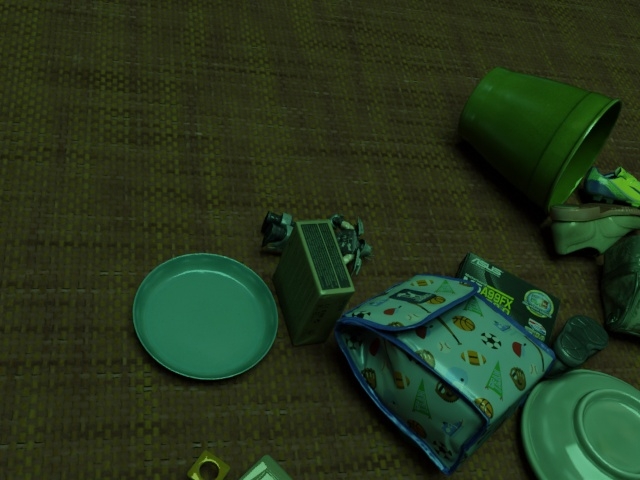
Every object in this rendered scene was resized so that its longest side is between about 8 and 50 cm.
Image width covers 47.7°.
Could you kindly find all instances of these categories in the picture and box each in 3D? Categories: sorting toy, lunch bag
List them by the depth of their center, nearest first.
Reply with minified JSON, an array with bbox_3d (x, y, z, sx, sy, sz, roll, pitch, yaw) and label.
[{"bbox_3d":[-0.107,0.535,1.384,0.348,0.047,0.196,43,49,14],"label":"sorting toy"},{"bbox_3d":[0.260,0.244,1.584,0.385,0.238,0.328,41,39,24],"label":"lunch bag"},{"bbox_3d":[0.908,0.152,1.906,0.305,0.212,0.255,15,72,-5],"label":"lunch bag"}]

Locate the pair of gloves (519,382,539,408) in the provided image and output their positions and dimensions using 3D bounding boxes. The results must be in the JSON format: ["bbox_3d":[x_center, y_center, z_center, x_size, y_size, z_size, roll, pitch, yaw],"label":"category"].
[{"bbox_3d":[0.538,0.427,1.689,0.159,0.023,0.198,12,53,-10],"label":"pair of gloves"}]

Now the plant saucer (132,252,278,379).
[{"bbox_3d":[-0.254,0.170,1.606,0.318,0.043,0.317,9,53,-12],"label":"plant saucer"}]

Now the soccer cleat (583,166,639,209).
[{"bbox_3d":[0.928,-0.157,2.178,0.289,0.093,0.121,9,90,-13],"label":"soccer cleat"}]

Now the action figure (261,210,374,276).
[{"bbox_3d":[0.000,0.000,1.786,0.285,0.099,0.185,14,45,-13],"label":"action figure"}]

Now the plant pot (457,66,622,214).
[{"bbox_3d":[0.602,-0.318,2.083,0.353,0.366,0.366,35,51,22],"label":"plant pot"}]

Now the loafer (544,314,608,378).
[{"bbox_3d":[0.615,0.261,1.778,0.109,0.095,0.303,49,31,20],"label":"loafer"}]

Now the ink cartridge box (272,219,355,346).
[{"bbox_3d":[-0.021,0.096,1.614,0.088,0.234,0.193,-5,57,-22],"label":"ink cartridge box"}]

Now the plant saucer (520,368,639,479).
[{"bbox_3d":[0.652,0.445,1.613,0.401,0.100,0.400,7,49,-8],"label":"plant saucer"}]

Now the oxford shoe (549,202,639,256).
[{"bbox_3d":[0.791,-0.031,2.068,0.397,0.140,0.146,-2,98,-31],"label":"oxford shoe"}]

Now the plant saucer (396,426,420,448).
[{"bbox_3d":[0.225,0.401,1.606,0.120,0.021,0.119,9,52,-12],"label":"plant saucer"}]

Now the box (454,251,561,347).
[{"bbox_3d":[0.452,0.177,1.821,0.270,0.060,0.216,29,52,4],"label":"box"}]
